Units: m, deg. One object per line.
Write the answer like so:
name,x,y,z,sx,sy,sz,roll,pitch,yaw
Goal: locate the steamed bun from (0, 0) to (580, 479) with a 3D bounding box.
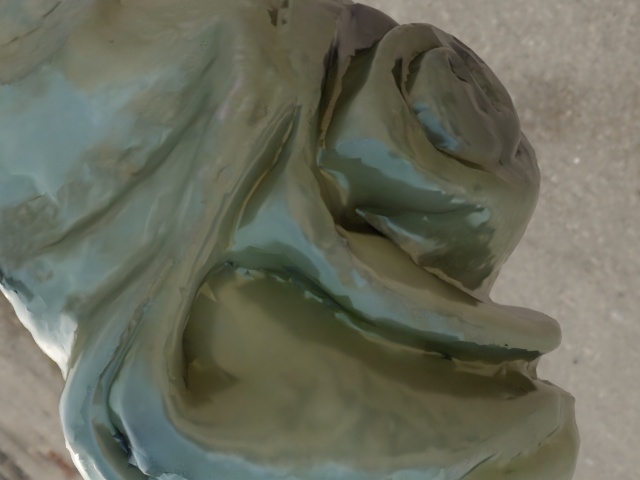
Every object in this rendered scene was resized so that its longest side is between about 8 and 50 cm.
steamed bun,0.000,0.000,0.641,0.394,0.237,0.346,50,-173,-8
